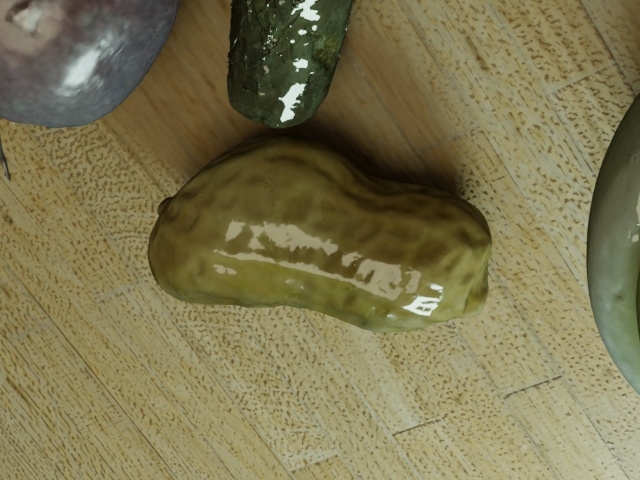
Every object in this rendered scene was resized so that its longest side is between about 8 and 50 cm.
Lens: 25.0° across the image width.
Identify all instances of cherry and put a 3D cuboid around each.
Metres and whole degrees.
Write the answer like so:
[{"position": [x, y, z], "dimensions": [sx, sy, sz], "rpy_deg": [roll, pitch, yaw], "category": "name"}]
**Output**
[{"position": [-0.219, -0.194, 1.123], "dimensions": [0.213, 0.184, 0.266], "rpy_deg": [40, 110, -19], "category": "cherry"}]

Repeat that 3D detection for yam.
[{"position": [-0.023, -0.184, 1.109], "dimensions": [0.107, 0.107, 0.183], "rpy_deg": [18, 128, 7], "category": "yam"}]

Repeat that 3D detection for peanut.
[{"position": [-0.004, -0.007, 1.193], "dimensions": [0.291, 0.143, 0.159], "rpy_deg": [8, 134, 11], "category": "peanut"}]

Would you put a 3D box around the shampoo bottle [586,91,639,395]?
[{"position": [0.343, -0.002, 0.984], "dimensions": [0.322, 0.317, 0.323], "rpy_deg": [3, 120, 5], "category": "shampoo bottle"}]
